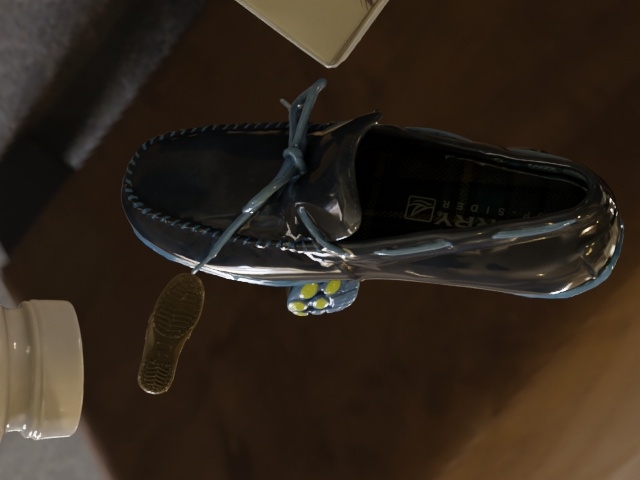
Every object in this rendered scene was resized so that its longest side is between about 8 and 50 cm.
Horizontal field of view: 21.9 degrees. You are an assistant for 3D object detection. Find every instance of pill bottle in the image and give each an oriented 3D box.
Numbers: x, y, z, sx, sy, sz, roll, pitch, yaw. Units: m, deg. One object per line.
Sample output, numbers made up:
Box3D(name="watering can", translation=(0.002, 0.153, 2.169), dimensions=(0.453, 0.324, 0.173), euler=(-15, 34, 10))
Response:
Box3D(name="pill bottle", translation=(-0.330, 0.104, 1.299), dimensions=(0.272, 0.152, 0.152), euler=(0, 136, -20))

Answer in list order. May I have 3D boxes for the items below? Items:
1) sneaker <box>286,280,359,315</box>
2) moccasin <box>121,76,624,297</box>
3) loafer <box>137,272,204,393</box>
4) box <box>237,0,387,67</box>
Box3D(name="sneaker", translation=(0.000, 0.000, 1.517), dimensions=(0.067, 0.078, 0.188), euler=(-5, 137, -7))
Box3D(name="moccasin", translation=(0.030, -0.044, 1.103), dimensions=(0.341, 0.138, 0.117), euler=(1, 155, 10))
Box3D(name="loafer", translation=(-0.180, 0.106, 1.943), dimensions=(0.056, 0.050, 0.148), euler=(23, 94, -13))
Box3D(name="box", translation=(-0.072, -0.240, 1.174), dimensions=(0.094, 0.275, 0.113), euler=(-54, -178, 9))
